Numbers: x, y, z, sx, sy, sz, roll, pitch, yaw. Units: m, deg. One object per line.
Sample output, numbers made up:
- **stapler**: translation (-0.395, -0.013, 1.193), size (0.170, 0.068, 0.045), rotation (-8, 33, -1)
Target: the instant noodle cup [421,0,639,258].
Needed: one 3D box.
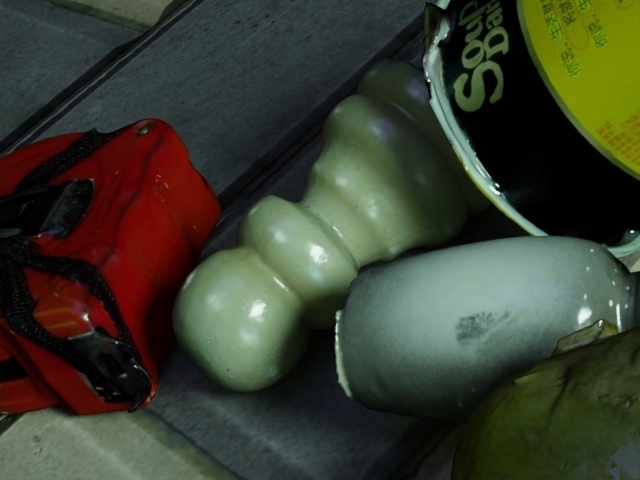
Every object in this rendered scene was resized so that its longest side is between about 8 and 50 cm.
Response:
- **instant noodle cup**: translation (0.208, -0.128, 0.767), size (0.236, 0.215, 0.215), rotation (-37, 23, 45)

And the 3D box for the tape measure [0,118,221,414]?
- **tape measure**: translation (-0.212, 0.024, 1.009), size (0.260, 0.114, 0.253), rotation (-9, 40, 25)

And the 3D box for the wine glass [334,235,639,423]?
- **wine glass**: translation (0.118, 0.053, 0.762), size (0.204, 0.111, 0.111), rotation (-4, 43, 25)

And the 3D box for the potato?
- **potato**: translation (0.170, 0.123, 0.612), size (0.228, 0.148, 0.197), rotation (10, 57, 34)

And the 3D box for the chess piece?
- **chess piece**: translation (0.000, 0.000, 0.899), size (0.243, 0.133, 0.133), rotation (-43, 39, -11)
